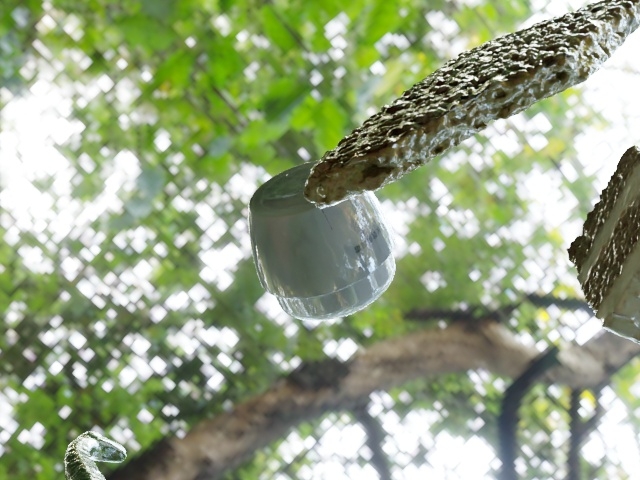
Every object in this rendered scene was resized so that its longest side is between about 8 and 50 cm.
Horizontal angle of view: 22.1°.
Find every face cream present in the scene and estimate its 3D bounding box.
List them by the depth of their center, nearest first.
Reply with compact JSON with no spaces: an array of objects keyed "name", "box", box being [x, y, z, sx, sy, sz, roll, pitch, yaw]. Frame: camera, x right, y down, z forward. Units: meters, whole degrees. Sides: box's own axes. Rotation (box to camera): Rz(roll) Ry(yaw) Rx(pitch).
[{"name":"face cream","box":[0.000,0.000,1.334,0.117,0.104,0.117,-17,-154,8]}]

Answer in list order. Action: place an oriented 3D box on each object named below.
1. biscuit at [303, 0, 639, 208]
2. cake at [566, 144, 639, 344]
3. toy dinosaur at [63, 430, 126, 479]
[{"name":"biscuit","box":[0.088,-0.082,0.865,0.131,0.026,0.237,-19,-169,32]},{"name":"cake","box":[0.298,0.016,1.364,0.147,0.135,0.135,-104,-142,-70]},{"name":"toy dinosaur","box":[-0.165,0.156,0.906,0.301,0.447,0.087,39,-83,34]}]
